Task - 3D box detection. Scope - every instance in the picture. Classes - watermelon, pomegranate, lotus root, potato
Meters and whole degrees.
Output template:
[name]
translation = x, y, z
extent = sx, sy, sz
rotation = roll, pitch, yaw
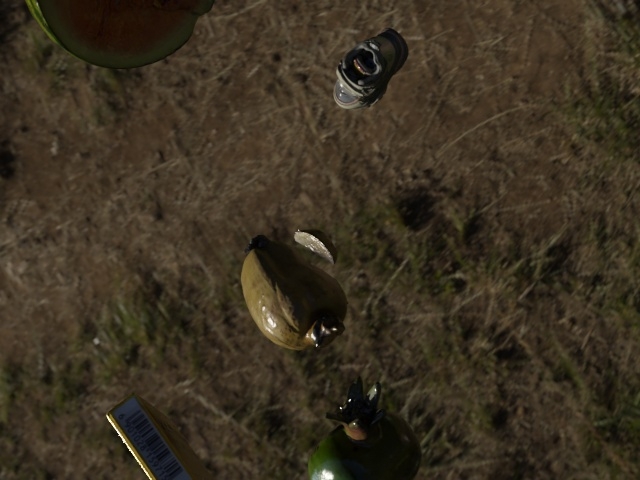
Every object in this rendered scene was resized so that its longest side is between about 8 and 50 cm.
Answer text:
[watermelon]
translation = -0.284, -0.303, 1.435
extent = 0.159, 0.303, 0.128
rotation = -22, 82, 50
[pomegranate]
translation = 0.054, 0.274, 1.368
extent = 0.131, 0.152, 0.191
rotation = 24, 143, 38
[lotus root]
translation = -0.044, 0.096, 1.758
extent = 0.257, 0.154, 0.140
rotation = 53, 148, 34
[potato]
translation = 0.000, -0.001, 1.667
extent = 0.093, 0.036, 0.037
rotation = 31, 140, 35

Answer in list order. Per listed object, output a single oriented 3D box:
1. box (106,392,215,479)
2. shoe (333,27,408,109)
[box]
translation = -0.099, 0.272, 0.985
extent = 0.043, 0.152, 0.269
rotation = -37, 70, -6
[shoe]
translation = 0.079, -0.301, 1.863
extent = 0.089, 0.092, 0.180
rotation = 49, 124, 10
